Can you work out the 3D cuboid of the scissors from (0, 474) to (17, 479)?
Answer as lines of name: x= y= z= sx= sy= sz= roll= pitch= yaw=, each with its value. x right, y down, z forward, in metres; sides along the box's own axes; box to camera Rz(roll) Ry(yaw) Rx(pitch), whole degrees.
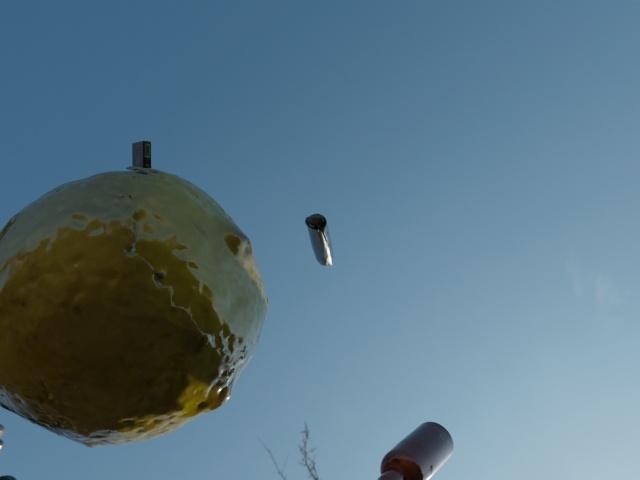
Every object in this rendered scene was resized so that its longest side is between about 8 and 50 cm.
scissors: x=-0.577 y=0.511 z=0.788 sx=0.138 sy=0.289 sz=0.041 roll=2 pitch=-41 yaw=1

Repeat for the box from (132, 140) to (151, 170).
box: x=-0.422 y=-0.191 z=1.205 sx=0.023 sy=0.051 sz=0.082 roll=-2 pitch=-88 yaw=-48

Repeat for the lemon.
lemon: x=-0.257 y=0.088 z=0.663 sx=0.387 sy=0.350 sz=0.350 roll=-26 pitch=-69 yaw=13

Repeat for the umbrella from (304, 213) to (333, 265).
umbrella: x=-0.001 y=-0.001 z=0.782 sx=0.036 sy=0.031 sz=0.133 roll=11 pitch=-27 yaw=12

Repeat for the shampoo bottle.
shampoo bottle: x=0.156 y=0.396 z=0.903 sx=0.085 sy=0.244 sz=0.085 roll=2 pitch=-87 yaw=36

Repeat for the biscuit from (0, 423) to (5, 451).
biscuit: x=-0.653 y=0.322 z=0.894 sx=0.186 sy=0.295 sz=0.044 roll=29 pitch=-110 yaw=-30
